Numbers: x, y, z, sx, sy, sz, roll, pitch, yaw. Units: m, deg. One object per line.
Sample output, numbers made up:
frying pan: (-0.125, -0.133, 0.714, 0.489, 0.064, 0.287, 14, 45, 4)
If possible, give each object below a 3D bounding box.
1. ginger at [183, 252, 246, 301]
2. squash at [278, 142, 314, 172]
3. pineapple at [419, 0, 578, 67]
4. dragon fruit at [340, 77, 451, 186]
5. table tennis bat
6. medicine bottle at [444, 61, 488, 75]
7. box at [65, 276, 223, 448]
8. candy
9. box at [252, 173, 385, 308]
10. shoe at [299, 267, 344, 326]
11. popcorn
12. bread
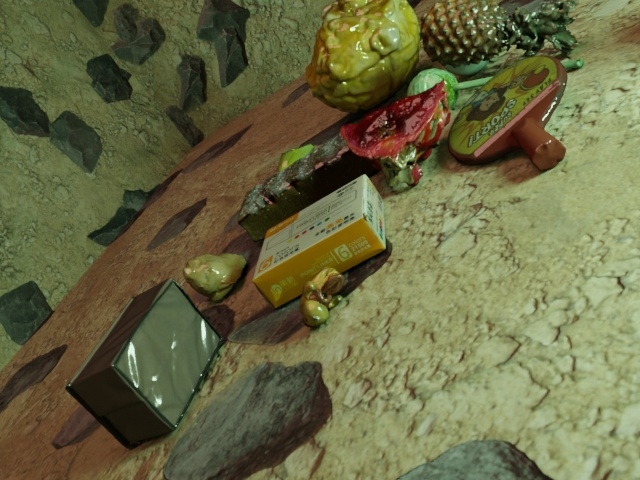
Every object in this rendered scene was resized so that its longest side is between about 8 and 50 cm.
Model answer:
ginger: (-0.267, 0.067, 1.520, 0.115, 0.122, 0.193, -53, 11, 18)
squash: (-0.091, -0.249, 1.924, 0.090, 0.075, 0.200, 4, 42, 23)
pineapple: (0.405, -0.489, 1.402, 0.361, 0.175, 0.175, 7, 48, 43)
dragon fruit: (0.177, -0.201, 1.331, 0.262, 0.134, 0.212, -17, 43, 31)
table tennis bat: (0.369, -0.234, 1.177, 0.268, 0.051, 0.415, -42, 22, 19)
medicine bottle: (0.405, -0.552, 1.660, 0.139, 0.139, 0.225, -22, 27, 36)
box: (-0.326, 0.230, 1.178, 0.153, 0.188, 0.252, -24, 23, 32)
candy: (0.386, -0.368, 1.405, 0.439, 0.119, 0.119, 0, 42, 47)
box: (0.000, 0.000, 1.253, 0.273, 0.091, 0.221, -30, 22, 17)
shoe: (0.000, 0.097, 1.083, 0.109, 0.072, 0.069, -45, 17, -18)
popcorn: (0.143, -0.581, 1.907, 0.344, 0.353, 0.390, -116, 35, -48)
bread: (-0.022, -0.158, 1.581, 0.416, 0.113, 0.165, -30, 24, 16)
